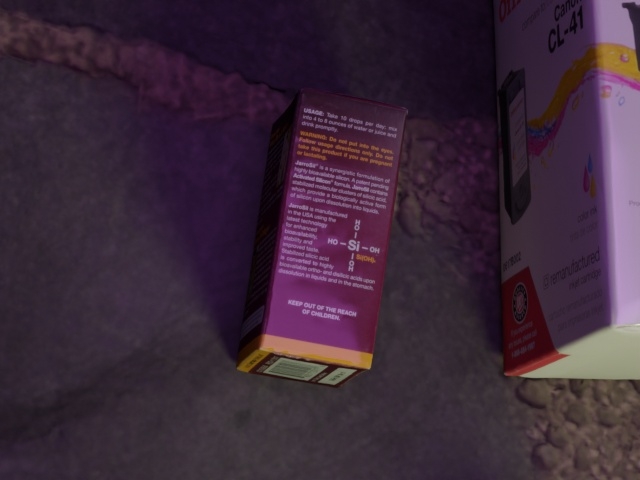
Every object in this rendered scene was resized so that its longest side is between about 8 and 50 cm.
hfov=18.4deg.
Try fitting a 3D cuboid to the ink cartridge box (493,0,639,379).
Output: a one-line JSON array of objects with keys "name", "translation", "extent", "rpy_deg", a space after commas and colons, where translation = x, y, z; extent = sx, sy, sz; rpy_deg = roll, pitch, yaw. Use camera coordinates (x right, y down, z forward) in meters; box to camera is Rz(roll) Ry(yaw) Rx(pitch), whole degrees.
[{"name": "ink cartridge box", "translation": [0.213, -0.066, 1.382], "extent": [0.131, 0.226, 0.306], "rpy_deg": [0, 77, -13]}]

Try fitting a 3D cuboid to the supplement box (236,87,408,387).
[{"name": "supplement box", "translation": [0.000, 0.000, 1.386], "extent": [0.081, 0.104, 0.188], "rpy_deg": [11, 77, -10]}]
